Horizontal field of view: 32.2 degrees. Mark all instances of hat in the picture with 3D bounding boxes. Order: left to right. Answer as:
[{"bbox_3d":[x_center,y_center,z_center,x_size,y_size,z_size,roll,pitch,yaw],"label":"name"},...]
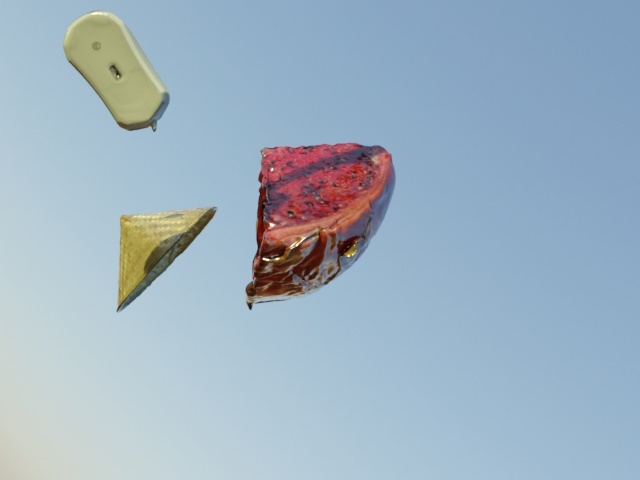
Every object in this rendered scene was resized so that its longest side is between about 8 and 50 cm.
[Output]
[{"bbox_3d":[-0.176,-0.003,1.111,0.067,0.146,0.146,44,-20,-1],"label":"hat"}]

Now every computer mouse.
[{"bbox_3d":[-0.166,-0.138,0.916,0.110,0.055,0.032,57,7,-16],"label":"computer mouse"}]

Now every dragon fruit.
[{"bbox_3d":[0.000,0.002,0.900,0.161,0.127,0.121,-91,180,-60],"label":"dragon fruit"}]
